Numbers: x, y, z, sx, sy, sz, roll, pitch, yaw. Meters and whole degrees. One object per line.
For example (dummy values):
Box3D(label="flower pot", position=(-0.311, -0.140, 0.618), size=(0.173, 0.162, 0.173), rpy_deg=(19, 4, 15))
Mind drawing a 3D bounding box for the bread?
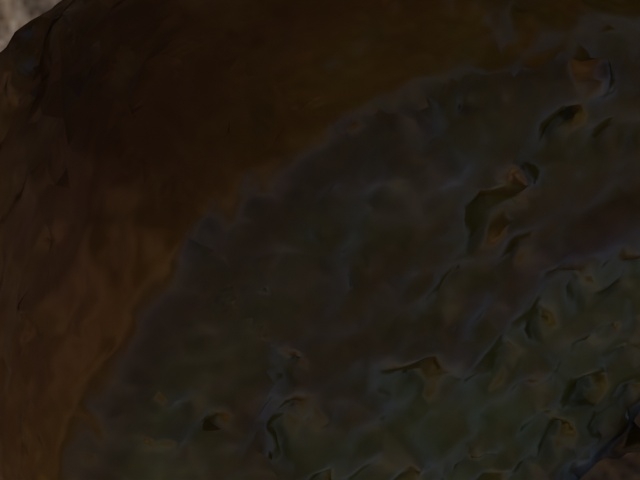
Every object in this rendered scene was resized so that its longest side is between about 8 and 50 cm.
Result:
Box3D(label="bread", position=(0.000, 0.000, 0.410), size=(0.229, 0.143, 0.139), rpy_deg=(-47, 131, 10))
